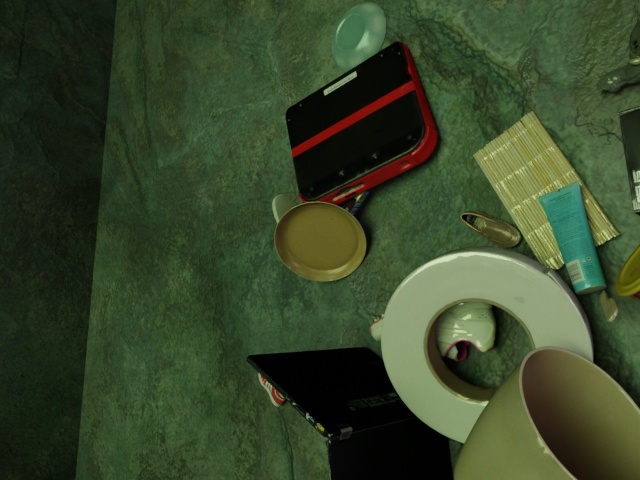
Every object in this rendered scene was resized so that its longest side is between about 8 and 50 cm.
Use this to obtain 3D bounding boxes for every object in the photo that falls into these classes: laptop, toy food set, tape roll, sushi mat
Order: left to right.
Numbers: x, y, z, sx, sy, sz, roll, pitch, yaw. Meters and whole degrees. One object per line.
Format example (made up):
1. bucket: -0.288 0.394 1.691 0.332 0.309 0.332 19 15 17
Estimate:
1. laptop: 0.073 0.427 1.104 0.408 0.382 0.236 31 105 42
2. tape roll: 0.309 0.202 1.035 0.393 0.072 0.391 4 100 26
3. sushi mat: 0.439 -0.101 1.081 0.151 0.019 0.316 -41 58 33
4. toy food set: 0.564 0.050 0.893 0.071 0.128 0.217 33 108 7

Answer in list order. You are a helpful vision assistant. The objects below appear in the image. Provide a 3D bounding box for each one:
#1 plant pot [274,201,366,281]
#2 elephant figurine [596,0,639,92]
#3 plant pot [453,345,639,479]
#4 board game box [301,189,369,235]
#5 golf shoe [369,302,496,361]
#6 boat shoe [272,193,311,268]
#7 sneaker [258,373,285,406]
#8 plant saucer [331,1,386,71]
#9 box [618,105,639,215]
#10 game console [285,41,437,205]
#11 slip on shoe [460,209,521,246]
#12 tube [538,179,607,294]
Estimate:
1. plant pot: 0.000 0.000 1.383 0.236 0.236 0.032 -48 14 28
2. elephant figurine: 0.591 -0.357 0.891 0.186 0.169 0.239 -47 32 -6
3. plant pot: 0.350 0.355 0.886 0.256 0.257 0.274 61 138 30
4. board game box: 0.028 -0.107 1.447 0.194 0.060 0.194 51 119 35
5. golf shoe: 0.237 0.201 1.172 0.306 0.115 0.140 -23 72 41
6. boat shoe: -0.079 -0.016 1.474 0.081 0.079 0.227 -13 108 54
7. sneaker: -0.130 0.407 1.538 0.118 0.042 0.067 54 124 25
8. plant saucer: 0.091 -0.559 1.466 0.195 0.038 0.194 -6 81 43
9. box: 0.615 -0.151 0.902 0.184 0.045 0.190 -11 76 40
10. game console: 0.087 -0.283 1.372 0.387 0.060 0.341 -25 59 27
11. slip on shoe: 0.355 -0.027 1.134 0.135 0.041 0.051 40 114 40
12. tube: 0.468 -0.005 0.997 0.080 0.052 0.206 -24 63 36
